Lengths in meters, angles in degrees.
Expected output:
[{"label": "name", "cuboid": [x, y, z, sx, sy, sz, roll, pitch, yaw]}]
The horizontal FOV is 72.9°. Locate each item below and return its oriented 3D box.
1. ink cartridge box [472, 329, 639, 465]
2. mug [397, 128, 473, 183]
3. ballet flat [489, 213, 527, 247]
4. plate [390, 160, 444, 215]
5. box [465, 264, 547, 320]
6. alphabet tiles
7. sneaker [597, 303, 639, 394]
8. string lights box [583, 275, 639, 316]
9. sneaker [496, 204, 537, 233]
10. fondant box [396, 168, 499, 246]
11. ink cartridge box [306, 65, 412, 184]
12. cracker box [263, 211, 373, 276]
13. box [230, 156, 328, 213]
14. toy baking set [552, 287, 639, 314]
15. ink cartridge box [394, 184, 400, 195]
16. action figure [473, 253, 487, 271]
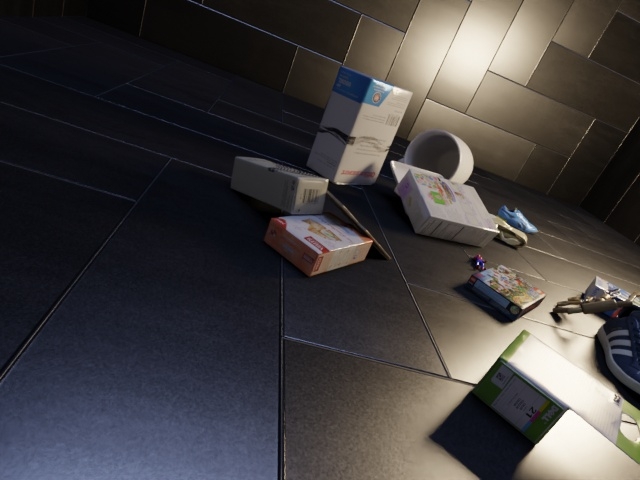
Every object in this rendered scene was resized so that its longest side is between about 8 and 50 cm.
[{"label": "ink cartridge box", "cuboid": [0.436, 0.298, 0.784, 0.255, 0.097, 0.189, 39, 28, 28]}, {"label": "mug", "cuboid": [0.566, -0.383, 2.160, 0.374, 0.276, 0.328, 2, 3, 35]}, {"label": "ballet flat", "cuboid": [0.737, -0.039, 1.785, 0.248, 0.086, 0.086, 25, 24, 1]}, {"label": "plate", "cuboid": [0.406, -0.175, 1.706, 0.277, 0.045, 0.278, 9, 52, -27]}, {"label": "box", "cuboid": [0.543, 0.145, 1.258, 0.233, 0.044, 0.159, -7, 37, -48]}, {"label": "alphabet tiles", "cuboid": [0.085, -0.057, 1.171, 0.237, 0.009, 0.198, 43, 4, -45]}, {"label": "sneaker", "cuboid": [0.832, 0.273, 1.122, 0.131, 0.148, 0.350, 26, 24, 6]}, {"label": "string lights box", "cuboid": [1.052, 0.236, 1.484, 0.260, 0.076, 0.133, 34, 27, 23]}, {"label": "sneaker", "cuboid": [0.972, -0.103, 2.117, 0.209, 0.082, 0.069, 27, 22, 5]}, {"label": "fondant box", "cuboid": [0.463, -0.116, 1.587, 0.330, 0.096, 0.238, 11, 46, -28]}, {"label": "ink cartridge box", "cuboid": [0.147, -0.427, 1.674, 0.166, 0.394, 0.285, 37, 27, 33]}, {"label": "cracker box", "cuboid": [0.000, 0.000, 1.049, 0.156, 0.067, 0.232, 36, 27, 27]}, {"label": "box", "cuboid": [-0.115, -0.149, 1.148, 0.275, 0.094, 0.113, 25, 20, 40]}, {"label": "toy baking set", "cuboid": [0.823, 0.175, 1.283, 0.256, 0.030, 0.197, -13, 1, 23]}, {"label": "ink cartridge box", "cuboid": [0.395, -0.228, 1.836, 0.135, 0.099, 0.056, 11, 24, -27]}, {"label": "action figure", "cuboid": [0.523, 0.070, 1.420, 0.038, 0.030, 0.115, 21, 21, 7]}]
